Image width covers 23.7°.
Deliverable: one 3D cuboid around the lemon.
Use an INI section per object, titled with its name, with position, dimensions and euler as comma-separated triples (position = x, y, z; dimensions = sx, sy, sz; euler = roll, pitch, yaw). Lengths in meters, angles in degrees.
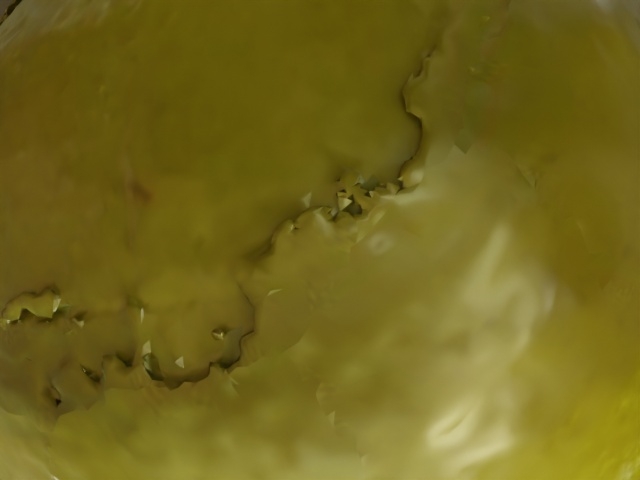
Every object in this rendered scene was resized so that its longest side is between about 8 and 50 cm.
[lemon]
position = -0.001, 0.000, 0.563
dimensions = 0.297, 0.297, 0.297
euler = -27, -138, 27
